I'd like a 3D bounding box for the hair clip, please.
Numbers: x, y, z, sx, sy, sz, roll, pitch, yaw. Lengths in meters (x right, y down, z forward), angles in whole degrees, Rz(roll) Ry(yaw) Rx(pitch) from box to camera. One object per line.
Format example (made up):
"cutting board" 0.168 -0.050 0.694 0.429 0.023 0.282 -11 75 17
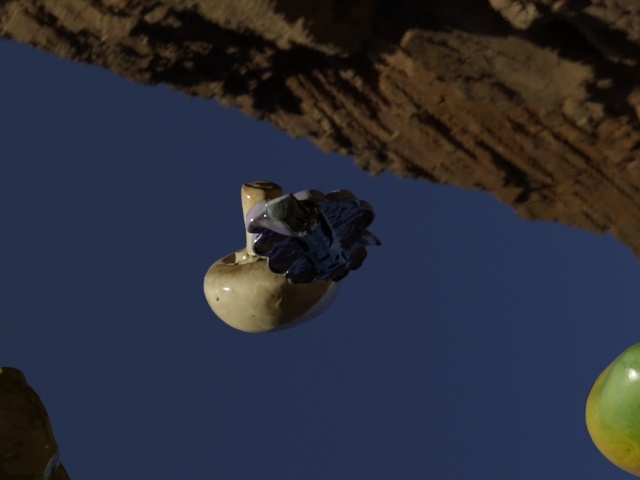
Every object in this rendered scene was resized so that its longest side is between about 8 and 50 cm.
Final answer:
"hair clip" 0.000 0.002 1.058 0.124 0.195 0.052 -23 -118 10

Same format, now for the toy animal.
"toy animal" -0.486 0.296 1.242 0.363 0.181 0.180 -29 -58 -36

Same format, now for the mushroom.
"mushroom" -0.072 0.021 1.517 0.207 0.207 0.215 -16 -78 -29

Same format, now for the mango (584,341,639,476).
"mango" 0.266 0.132 0.812 0.194 0.130 0.091 51 -128 -51
